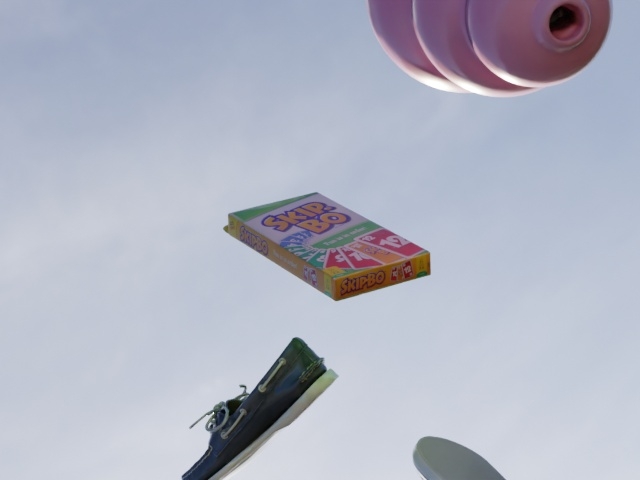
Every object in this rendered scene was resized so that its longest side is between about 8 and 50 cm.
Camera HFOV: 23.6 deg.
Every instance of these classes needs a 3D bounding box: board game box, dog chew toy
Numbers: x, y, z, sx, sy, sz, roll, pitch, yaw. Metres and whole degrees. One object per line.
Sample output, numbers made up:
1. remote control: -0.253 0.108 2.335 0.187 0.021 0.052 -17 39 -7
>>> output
1. board game box: 0.000 0.000 1.718 0.124 0.259 0.039 -14 -68 -28
2. dog chew toy: 0.165 -0.226 1.434 0.206 0.332 0.207 -4 -74 -13

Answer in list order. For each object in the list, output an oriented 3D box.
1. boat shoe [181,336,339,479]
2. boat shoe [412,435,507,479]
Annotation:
1. boat shoe: -0.087 0.213 1.810 0.254 0.079 0.095 -45 -7 29
2. boat shoe: 0.185 0.310 1.694 0.081 0.227 0.079 -59 -10 33
